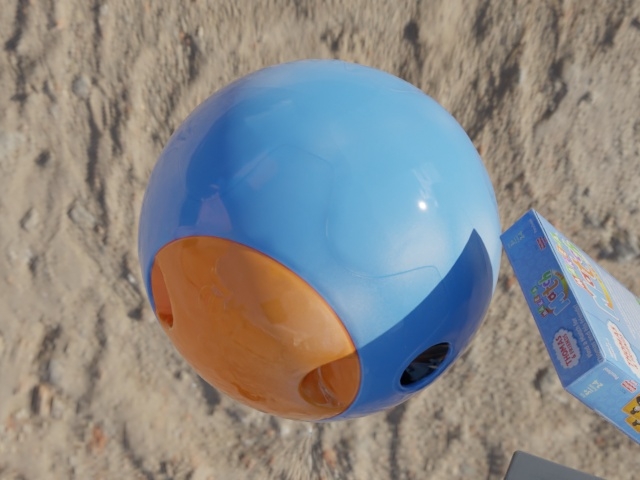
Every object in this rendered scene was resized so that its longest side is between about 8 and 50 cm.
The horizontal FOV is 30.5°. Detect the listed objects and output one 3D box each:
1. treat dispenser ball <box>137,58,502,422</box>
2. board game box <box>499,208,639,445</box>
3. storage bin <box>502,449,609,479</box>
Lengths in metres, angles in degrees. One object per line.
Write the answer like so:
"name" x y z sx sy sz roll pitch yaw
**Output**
"treat dispenser ball" 0.000 0.000 0.939 0.288 0.288 0.288 0 81 0
"board game box" 0.223 0.087 0.828 0.039 0.160 0.211 -41 123 20
"storage bin" 0.238 0.273 1.199 0.135 0.091 0.098 18 38 15
